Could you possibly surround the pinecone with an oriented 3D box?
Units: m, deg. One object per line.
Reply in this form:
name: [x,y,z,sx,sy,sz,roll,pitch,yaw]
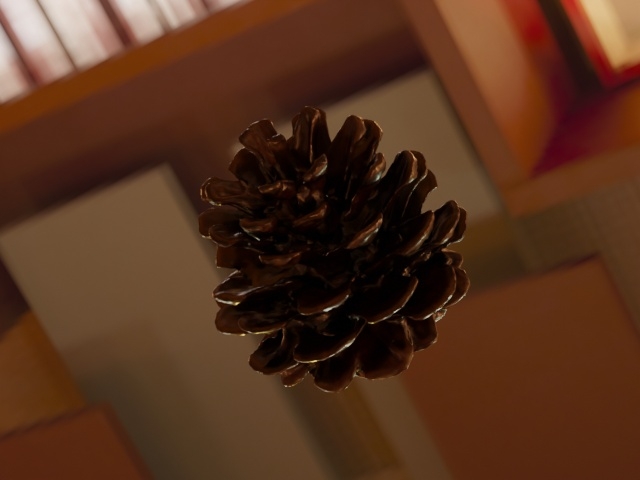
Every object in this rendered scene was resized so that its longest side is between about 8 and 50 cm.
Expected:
pinecone: [0.000,0.000,1.398,0.208,0.208,0.208,-26,-163,9]
